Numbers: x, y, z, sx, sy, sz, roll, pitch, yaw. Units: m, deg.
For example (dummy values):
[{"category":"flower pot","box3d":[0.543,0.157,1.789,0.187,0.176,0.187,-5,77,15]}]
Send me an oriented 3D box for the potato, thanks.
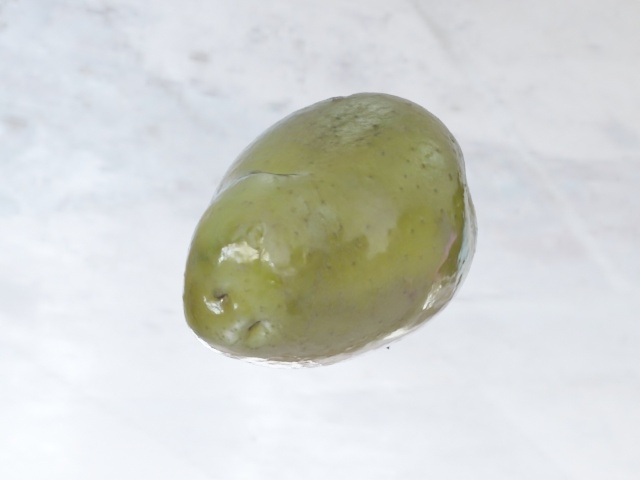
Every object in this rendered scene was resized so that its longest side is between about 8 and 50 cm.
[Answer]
[{"category":"potato","box3d":[0.000,0.000,1.003,0.157,0.157,0.194,-13,-170,38]}]
